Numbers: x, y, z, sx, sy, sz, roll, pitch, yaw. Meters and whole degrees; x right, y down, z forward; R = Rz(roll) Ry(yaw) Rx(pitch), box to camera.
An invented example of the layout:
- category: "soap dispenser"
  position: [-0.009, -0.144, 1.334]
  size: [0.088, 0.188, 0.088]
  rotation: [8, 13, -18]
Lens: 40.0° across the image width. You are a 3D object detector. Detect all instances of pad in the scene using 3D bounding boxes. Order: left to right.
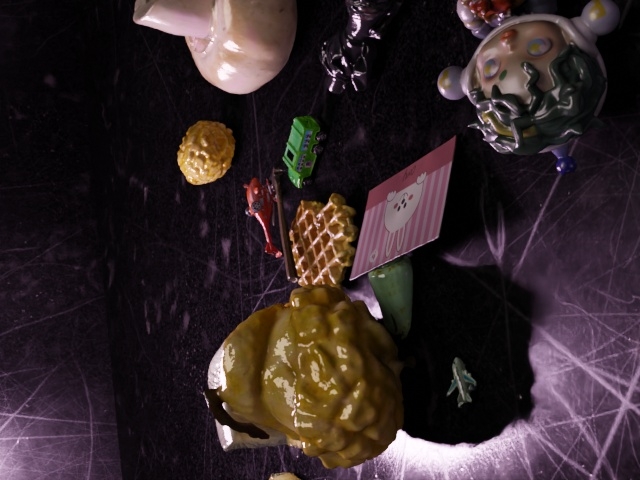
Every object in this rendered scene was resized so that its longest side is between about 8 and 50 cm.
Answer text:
- category: "pad"
  position: [0.145, -0.053, 1.593]
  size: [0.300, 0.005, 0.202]
  rotation: [-30, 41, 58]

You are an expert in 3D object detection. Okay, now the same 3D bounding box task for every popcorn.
- category: "popcorn"
  position: [-0.308, -0.234, 2.343]
  size: [0.180, 0.170, 0.179]
  rotation: [-11, 63, 24]
- category: "popcorn"
  position: [-0.021, 0.261, 1.629]
  size: [0.349, 0.382, 0.348]
  rotation: [164, 90, -83]

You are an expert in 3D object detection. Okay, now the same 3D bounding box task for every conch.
- category: "conch"
  position: [0.131, 0.097, 1.642]
  size: [0.106, 0.079, 0.170]
  rotation: [-159, 63, -76]

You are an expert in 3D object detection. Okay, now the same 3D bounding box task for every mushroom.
- category: "mushroom"
  position: [-0.208, -0.534, 2.027]
  size: [0.325, 0.353, 0.353]
  rotation: [-35, 55, 20]

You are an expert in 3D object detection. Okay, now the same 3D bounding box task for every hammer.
- category: "hammer"
  position: [-0.081, -0.037, 1.954]
  size: [0.125, 0.027, 0.297]
  rotation: [106, 159, -58]

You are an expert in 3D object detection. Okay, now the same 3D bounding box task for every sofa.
- category: "sofa"
  position: [-0.129, 0.344, 1.982]
  size: [0.176, 0.210, 0.225]
  rotation: [-52, 44, 47]

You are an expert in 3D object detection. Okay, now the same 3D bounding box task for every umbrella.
- category: "umbrella"
  position: [0.071, -0.392, 1.702]
  size: [0.110, 0.122, 0.272]
  rotation: [-57, -5, -45]

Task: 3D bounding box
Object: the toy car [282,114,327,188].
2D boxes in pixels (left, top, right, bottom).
- category: "toy car"
  position: [-0.040, -0.195, 1.945]
  size: [0.071, 0.063, 0.165]
  rotation: [54, 136, 45]

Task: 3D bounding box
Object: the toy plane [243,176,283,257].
- category: "toy plane"
  position: [-0.138, -0.055, 2.124]
  size: [0.126, 0.077, 0.194]
  rotation: [-152, 56, -67]

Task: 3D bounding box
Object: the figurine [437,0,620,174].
- category: "figurine"
  position: [0.288, -0.285, 1.237]
  size: [0.261, 0.186, 0.381]
  rotation: [-31, 58, 45]

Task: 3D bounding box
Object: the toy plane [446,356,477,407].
- category: "toy plane"
  position: [0.240, 0.238, 1.484]
  size: [0.080, 0.033, 0.083]
  rotation: [-40, 49, 55]

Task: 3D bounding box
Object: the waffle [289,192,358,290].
- category: "waffle"
  position: [-0.001, 0.000, 1.888]
  size: [0.253, 0.056, 0.249]
  rotation: [49, 133, 52]

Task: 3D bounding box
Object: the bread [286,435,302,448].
- category: "bread"
  position: [-0.030, 0.303, 1.873]
  size: [0.178, 0.142, 0.265]
  rotation: [70, -171, -81]

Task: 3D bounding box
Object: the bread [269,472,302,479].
- category: "bread"
  position: [-0.073, 0.602, 2.026]
  size: [0.156, 0.064, 0.117]
  rotation: [-5, 88, 62]
